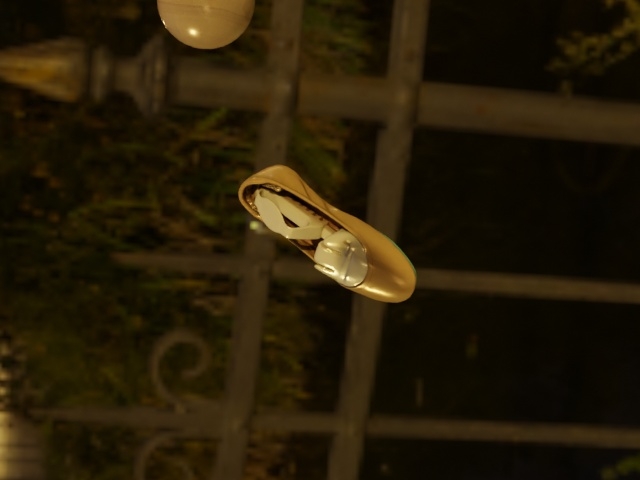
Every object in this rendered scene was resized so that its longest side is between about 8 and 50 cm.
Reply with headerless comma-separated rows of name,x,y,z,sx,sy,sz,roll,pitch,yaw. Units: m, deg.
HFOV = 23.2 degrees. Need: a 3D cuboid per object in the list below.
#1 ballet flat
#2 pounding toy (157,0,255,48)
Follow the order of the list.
ballet flat,0.000,0.000,1.678,0.232,0.073,0.080,36,122,30
pounding toy,-0.145,-0.203,0.845,0.236,0.110,0.183,62,168,-25
